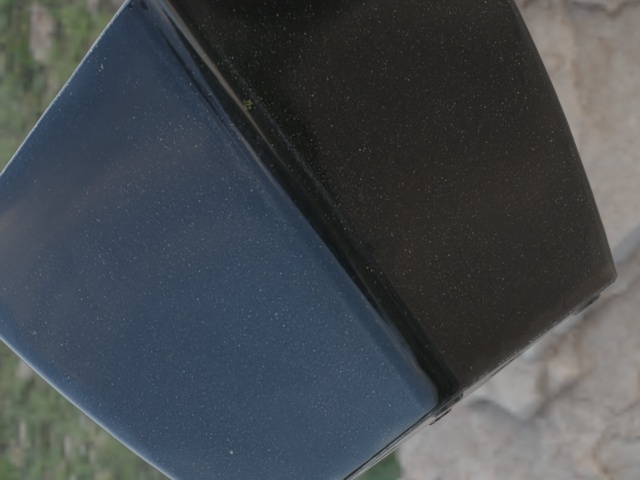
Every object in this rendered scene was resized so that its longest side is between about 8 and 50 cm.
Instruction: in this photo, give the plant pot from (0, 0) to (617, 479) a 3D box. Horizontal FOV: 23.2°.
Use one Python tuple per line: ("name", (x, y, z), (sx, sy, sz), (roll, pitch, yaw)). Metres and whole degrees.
("plant pot", (0.000, 0.000, 0.606), (0.167, 0.187, 0.188), (52, 133, 9))
